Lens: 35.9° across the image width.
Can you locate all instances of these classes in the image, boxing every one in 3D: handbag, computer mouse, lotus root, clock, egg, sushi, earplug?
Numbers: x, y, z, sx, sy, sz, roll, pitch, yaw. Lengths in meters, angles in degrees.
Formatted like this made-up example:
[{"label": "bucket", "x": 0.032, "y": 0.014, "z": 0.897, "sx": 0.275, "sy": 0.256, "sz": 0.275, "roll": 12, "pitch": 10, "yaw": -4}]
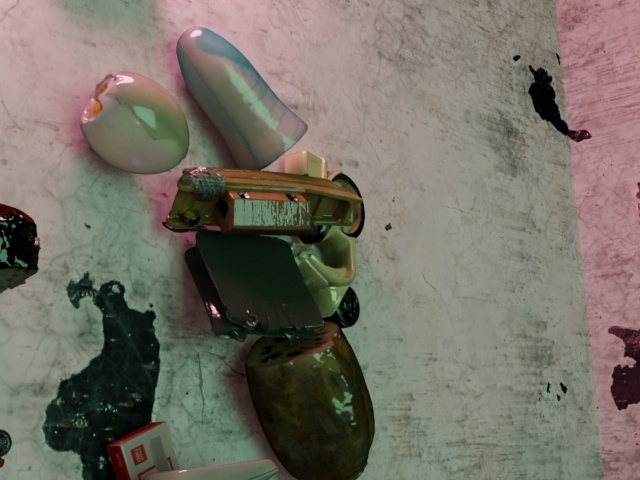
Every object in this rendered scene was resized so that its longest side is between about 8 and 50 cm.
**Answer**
[{"label": "handbag", "x": -0.136, "y": 0.097, "z": 2.035, "sx": 0.247, "sy": 0.079, "sz": 0.260, "roll": 8, "pitch": 41, "yaw": -38}, {"label": "computer mouse", "x": -0.206, "y": 0.464, "z": 1.825, "sx": 0.288, "sy": 0.159, "sz": 0.097, "roll": 9, "pitch": 68, "yaw": -50}, {"label": "lotus root", "x": -0.009, "y": 0.359, "z": 2.109, "sx": 0.250, "sy": 0.250, "sz": 0.346, "roll": -36, "pitch": 108, "yaw": -48}, {"label": "clock", "x": 0.000, "y": 0.000, "z": 2.313, "sx": 0.276, "sy": 0.120, "sz": 0.379, "roll": 29, "pitch": 55, "yaw": -46}, {"label": "egg", "x": -0.345, "y": -0.216, "z": 1.897, "sx": 0.217, "sy": 0.183, "sz": 0.183, "roll": 32, "pitch": 57, "yaw": -29}, {"label": "sushi", "x": -0.573, "y": 0.007, "z": 1.612, "sx": 0.225, "sy": 0.136, "sz": 0.126, "roll": 20, "pitch": 57, "yaw": -40}, {"label": "earplug", "x": -0.195, "y": -0.318, "z": 2.135, "sx": 0.324, "sy": 0.185, "sz": 0.185, "roll": 52, "pitch": 45, "yaw": -17}]

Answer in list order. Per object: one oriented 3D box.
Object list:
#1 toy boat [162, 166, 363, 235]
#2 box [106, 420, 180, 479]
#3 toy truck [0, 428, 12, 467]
[{"label": "toy boat", "x": -0.110, "y": -0.077, "z": 2.067, "sx": 0.445, "sy": 0.162, "sz": 0.136, "roll": 0, "pitch": 124, "yaw": -36}, {"label": "box", "x": -0.314, "y": 0.468, "z": 1.861, "sx": 0.123, "sy": 0.050, "sz": 0.229, "roll": -20, "pitch": 96, "yaw": -50}, {"label": "toy truck", "x": -0.581, "y": 0.249, "z": 1.560, "sx": 0.114, "sy": 0.107, "sz": 0.252, "roll": -9, "pitch": 86, "yaw": -49}]
